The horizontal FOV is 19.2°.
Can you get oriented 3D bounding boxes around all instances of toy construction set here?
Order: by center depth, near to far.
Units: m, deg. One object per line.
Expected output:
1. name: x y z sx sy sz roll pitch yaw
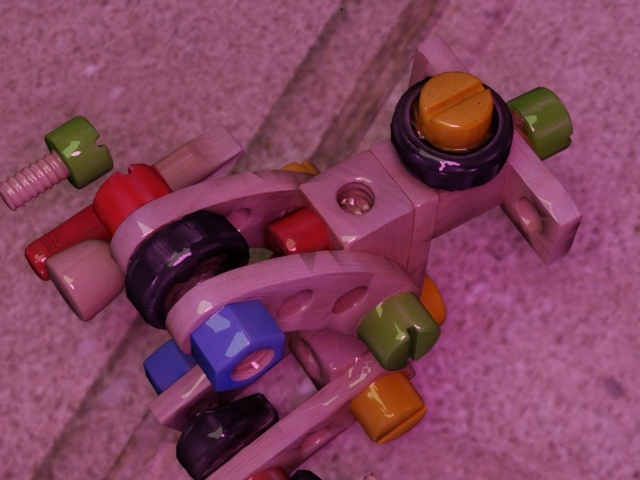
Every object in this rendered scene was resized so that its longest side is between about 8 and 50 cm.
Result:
1. toy construction set: 0.000 0.000 0.982 0.237 0.257 0.309 -34 41 -15
